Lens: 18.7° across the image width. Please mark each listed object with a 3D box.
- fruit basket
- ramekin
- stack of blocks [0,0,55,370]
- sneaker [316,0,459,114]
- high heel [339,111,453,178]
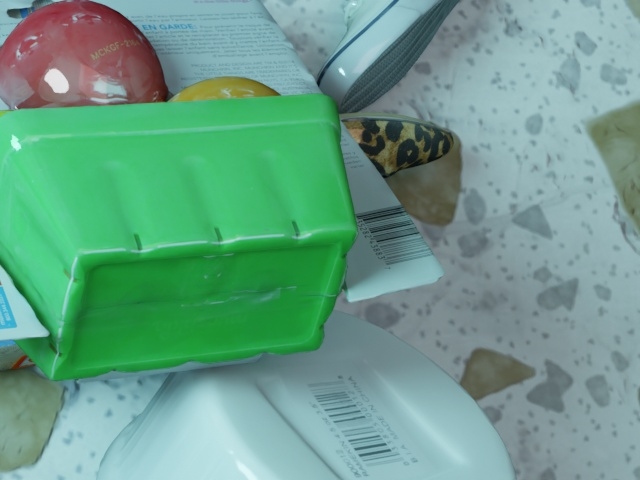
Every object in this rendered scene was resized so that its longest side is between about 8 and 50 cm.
[{"bbox_3d":[-0.134,-0.060,1.288,0.327,0.165,0.353,-6,37,-27],"label":"fruit basket"},{"bbox_3d":[0.000,0.167,1.318,0.277,0.135,0.277,23,30,-15],"label":"ramekin"},{"bbox_3d":[-0.207,-0.063,1.407,0.171,0.087,0.297,-9,76,-26],"label":"stack of blocks"},{"bbox_3d":[0.057,-0.203,1.583,0.091,0.094,0.258,32,56,10],"label":"sneaker"},{"bbox_3d":[0.000,0.000,1.489,0.261,0.093,0.186,-8,87,-28],"label":"high heel"}]
